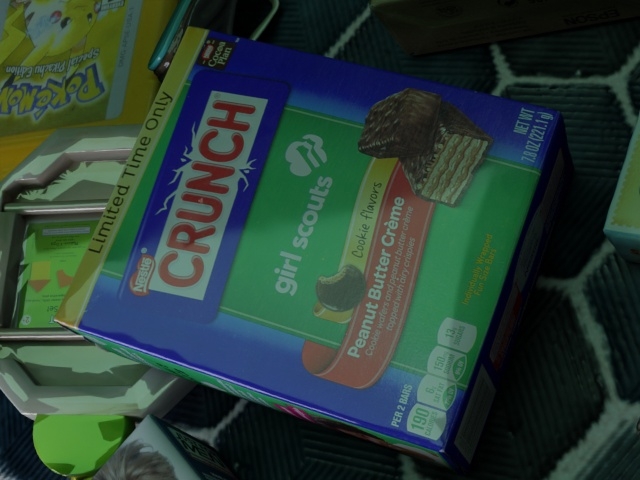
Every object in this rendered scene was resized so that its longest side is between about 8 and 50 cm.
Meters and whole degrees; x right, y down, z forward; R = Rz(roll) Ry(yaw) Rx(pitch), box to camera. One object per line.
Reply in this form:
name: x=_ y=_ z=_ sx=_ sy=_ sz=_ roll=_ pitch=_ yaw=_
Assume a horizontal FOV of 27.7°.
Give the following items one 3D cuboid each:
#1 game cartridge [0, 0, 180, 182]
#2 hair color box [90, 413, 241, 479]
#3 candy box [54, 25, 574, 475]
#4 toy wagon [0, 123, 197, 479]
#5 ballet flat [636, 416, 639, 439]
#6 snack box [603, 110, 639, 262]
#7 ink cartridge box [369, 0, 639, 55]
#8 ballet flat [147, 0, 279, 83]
game cartridge: x=-0.266 y=-0.163 z=1.332 sx=0.285 sy=0.053 sz=0.323 roll=-5 pitch=63 yaw=29
hair color box: x=-0.068 y=0.306 z=0.936 sx=0.174 sy=0.105 sz=0.347 roll=-49 pitch=51 yaw=1
candy box: x=0.000 y=0.000 z=0.996 sx=0.317 sy=0.122 sz=0.268 roll=15 pitch=74 yaw=21
toy wagon: x=-0.196 y=0.063 z=1.125 sx=0.267 sy=0.068 sz=0.344 roll=-2 pitch=70 yaw=13
ballet flat: x=0.258 y=0.146 z=0.860 sx=0.114 sy=0.041 sz=0.041 roll=29 pitch=83 yaw=38
snack box: x=0.342 y=-0.126 z=0.934 sx=0.187 sy=0.060 sz=0.322 roll=10 pitch=72 yaw=35
ink cartridge box: x=0.171 y=-0.273 z=1.098 sx=0.235 sy=0.088 sz=0.193 roll=-5 pitch=63 yaw=30
ballet flat: x=-0.078 y=-0.265 z=1.246 sx=0.280 sy=0.096 sz=0.095 roll=-70 pitch=17 yaw=-5
